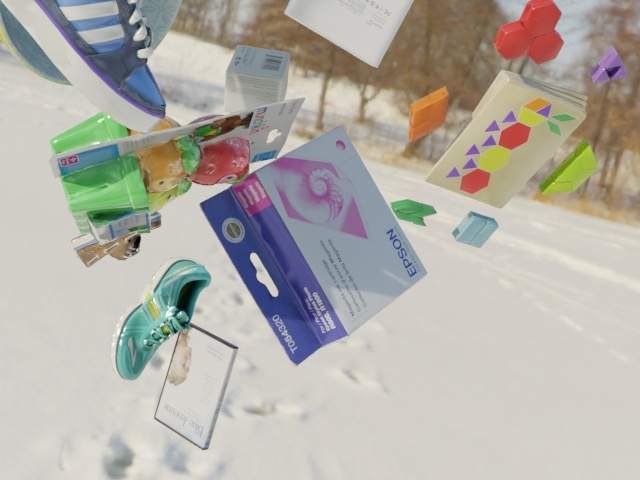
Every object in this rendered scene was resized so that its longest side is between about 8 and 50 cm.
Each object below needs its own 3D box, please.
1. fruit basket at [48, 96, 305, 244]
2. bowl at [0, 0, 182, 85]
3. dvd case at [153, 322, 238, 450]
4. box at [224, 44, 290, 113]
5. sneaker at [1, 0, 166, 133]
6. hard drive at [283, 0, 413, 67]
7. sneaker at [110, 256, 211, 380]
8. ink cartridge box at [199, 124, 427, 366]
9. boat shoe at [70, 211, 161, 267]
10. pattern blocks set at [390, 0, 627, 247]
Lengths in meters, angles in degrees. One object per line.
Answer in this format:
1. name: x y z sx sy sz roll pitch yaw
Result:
1. fruit basket: -0.208 -0.108 1.380 0.353 0.165 0.327 -10 -8 -12
2. bowl: -0.340 -0.371 1.256 0.156 0.289 0.289 35 18 36
3. dvd case: -0.292 0.333 2.161 0.180 0.253 0.022 21 8 36
4. box: -0.112 -0.281 1.650 0.102 0.087 0.101 9 40 2
5. sneaker: -0.214 -0.298 1.029 0.323 0.236 0.130 50 9 -29
6. hard drive: 0.096 -0.516 1.740 0.210 0.318 0.040 26 6 -26
7. sneaker: -0.316 0.155 1.835 0.110 0.275 0.107 21 -17 35
8. ink cartridge box: 0.000 0.000 1.624 0.330 0.324 0.071 -34 6 -41
9. boat shoe: -0.351 -0.001 1.648 0.183 0.066 0.066 -17 10 24
10. pattern blocks set: 0.228 -0.124 1.142 0.285 0.325 0.026 25 33 -36
